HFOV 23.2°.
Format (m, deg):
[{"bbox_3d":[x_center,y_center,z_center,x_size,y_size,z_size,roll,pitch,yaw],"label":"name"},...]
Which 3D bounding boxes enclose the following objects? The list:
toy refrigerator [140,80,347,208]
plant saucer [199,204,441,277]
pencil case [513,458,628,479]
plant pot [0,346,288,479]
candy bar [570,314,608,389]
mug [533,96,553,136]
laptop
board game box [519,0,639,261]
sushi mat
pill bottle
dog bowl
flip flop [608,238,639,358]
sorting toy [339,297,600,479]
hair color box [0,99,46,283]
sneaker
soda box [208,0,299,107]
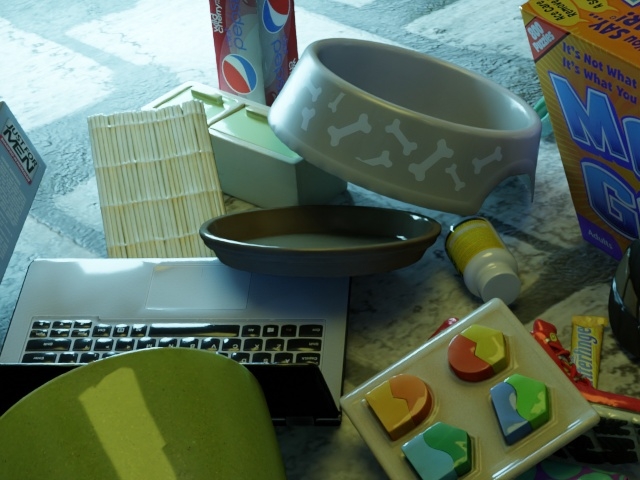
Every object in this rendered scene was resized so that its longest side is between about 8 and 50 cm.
[{"bbox_3d":[-0.102,-0.124,2.030,0.270,0.094,0.102,21,41,34],"label":"toy refrigerator"},{"bbox_3d":[0.000,0.000,1.790,0.278,0.041,0.278,-1,10,0],"label":"plant saucer"},{"bbox_3d":[0.213,0.237,1.462,0.152,0.064,0.070,8,19,19],"label":"pencil case"},{"bbox_3d":[-0.122,0.287,1.281,0.275,0.274,0.293,-15,51,-17],"label":"plant pot"},{"bbox_3d":[0.282,0.129,1.665,0.040,0.018,0.161,4,33,12],"label":"candy bar"},{"bbox_3d":[0.352,-0.211,2.083,0.158,0.129,0.097,-3,30,2],"label":"mug"},{"bbox_3d":[-0.171,0.070,1.598,0.382,0.236,0.408,0,39,5],"label":"laptop"},{"bbox_3d":[0.495,-0.151,1.690,0.356,0.356,0.356,-36,42,-15],"label":"board game box"},{"bbox_3d":[-0.195,-0.052,1.908,0.151,0.019,0.316,-11,51,-4],"label":"sushi mat"},{"bbox_3d":[0.188,0.026,1.792,0.065,0.065,0.116,-11,33,-10],"label":"pill bottle"},{"bbox_3d":[0.113,-0.149,1.924,0.349,0.102,0.349,15,21,-6],"label":"dog bowl"},{"bbox_3d":[0.399,0.094,1.643,0.080,0.112,0.277,8,21,-33],"label":"flip flop"},{"bbox_3d":[0.134,0.156,1.484,0.193,0.038,0.208,-33,41,-4],"label":"sorting toy"},{"bbox_3d":[-0.452,0.017,1.736,0.185,0.113,0.374,-12,39,20],"label":"hair color box"},{"bbox_3d":[0.224,0.136,1.549,0.279,0.107,0.118,14,61,25],"label":"sneaker"},{"bbox_3d":[-0.089,-0.279,2.112,0.083,0.263,0.092,16,38,29],"label":"soda box"}]
